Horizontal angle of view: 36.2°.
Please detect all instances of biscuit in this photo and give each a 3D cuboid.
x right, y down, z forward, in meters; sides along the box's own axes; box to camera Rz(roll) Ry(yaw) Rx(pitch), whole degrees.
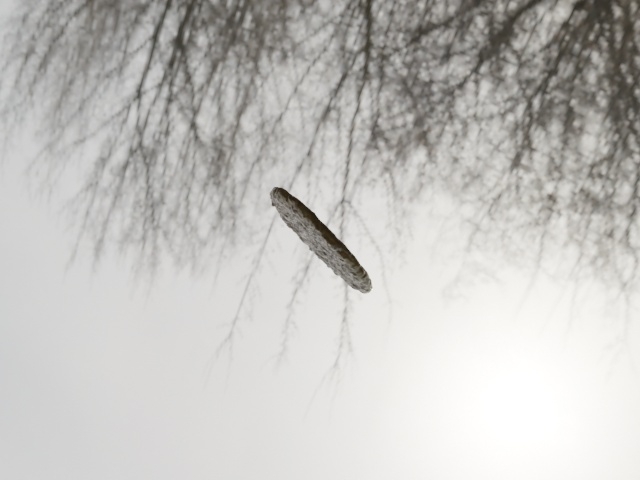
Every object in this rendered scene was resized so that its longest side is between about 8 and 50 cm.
[{"bbox_3d":[0.000,0.000,0.802,0.120,0.015,0.120,45,172,8],"label":"biscuit"}]
